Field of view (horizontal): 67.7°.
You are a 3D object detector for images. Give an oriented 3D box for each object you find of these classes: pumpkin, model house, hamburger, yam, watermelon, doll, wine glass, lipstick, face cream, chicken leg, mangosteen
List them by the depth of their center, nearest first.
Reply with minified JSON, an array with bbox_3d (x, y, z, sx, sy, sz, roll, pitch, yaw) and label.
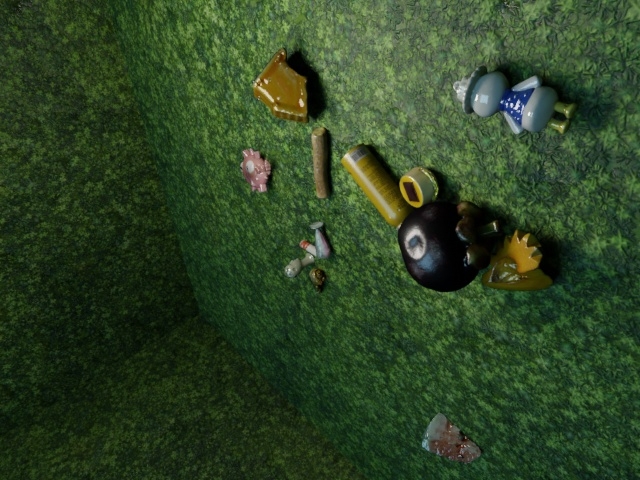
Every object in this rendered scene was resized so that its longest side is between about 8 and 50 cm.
[{"bbox_3d":[0.449,-0.332,1.134,0.293,0.119,0.138,29,131,31],"label":"doll"},{"bbox_3d":[0.577,0.058,1.330,0.149,0.130,0.254,13,160,-10],"label":"pumpkin"},{"bbox_3d":[0.386,0.007,1.403,0.302,0.275,0.274,-24,98,36],"label":"mangosteen"},{"bbox_3d":[0.315,-0.168,1.495,0.126,0.082,0.141,61,161,0],"label":"hamburger"},{"bbox_3d":[0.213,-0.165,1.620,0.348,0.105,0.105,53,149,8],"label":"face cream"},{"bbox_3d":[-0.116,-0.527,1.744,0.239,0.173,0.268,46,-179,-4],"label":"model house"},{"bbox_3d":[0.002,-0.291,1.851,0.066,0.066,0.299,33,142,36],"label":"yam"},{"bbox_3d":[0.560,0.862,2.036,0.241,0.154,0.094,25,137,24],"label":"watermelon"},{"bbox_3d":[0.000,0.000,2.103,0.073,0.073,0.154,18,131,48],"label":"wine glass"},{"bbox_3d":[-0.298,-0.325,2.217,0.262,0.093,0.210,6,115,57],"label":"doll"},{"bbox_3d":[-0.041,0.040,2.230,0.131,0.038,0.038,31,140,37],"label":"lipstick"},{"bbox_3d":[-0.010,0.203,2.306,0.178,0.070,0.093,84,159,-49],"label":"chicken leg"}]

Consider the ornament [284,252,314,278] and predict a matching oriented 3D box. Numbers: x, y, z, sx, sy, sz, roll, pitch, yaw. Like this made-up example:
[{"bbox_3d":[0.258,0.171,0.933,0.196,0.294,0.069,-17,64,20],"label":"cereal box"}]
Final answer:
[{"bbox_3d":[-0.106,0.121,2.279,0.075,0.156,0.081,-21,100,58],"label":"ornament"}]
